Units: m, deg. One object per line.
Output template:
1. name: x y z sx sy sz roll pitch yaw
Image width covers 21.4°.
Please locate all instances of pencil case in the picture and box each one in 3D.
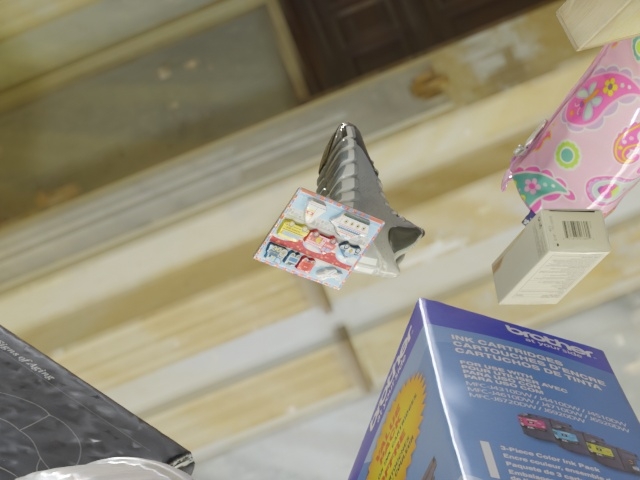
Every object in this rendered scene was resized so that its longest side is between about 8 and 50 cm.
1. pencil case: 0.296 -0.132 1.677 0.124 0.284 0.124 24 -147 -16

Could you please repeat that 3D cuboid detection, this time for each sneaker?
1. sneaker: 0.069 -0.041 2.154 0.086 0.132 0.229 129 150 -48

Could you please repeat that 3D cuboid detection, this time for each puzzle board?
1. puzzle board: 0.000 0.000 1.866 0.128 0.096 0.011 21 -158 -38

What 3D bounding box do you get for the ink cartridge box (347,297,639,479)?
1. ink cartridge box: 0.094 0.216 1.070 0.395 0.151 0.270 -93 22 -71

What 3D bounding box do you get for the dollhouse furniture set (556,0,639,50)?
1. dollhouse furniture set: 0.252 -0.321 1.524 0.242 0.212 0.161 64 146 14

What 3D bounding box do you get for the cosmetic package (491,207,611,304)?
1. cosmetic package: 0.194 0.015 1.439 0.115 0.060 0.041 126 140 -59

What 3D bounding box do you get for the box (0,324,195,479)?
1. box: -0.490 0.302 1.920 0.480 0.297 0.471 31 -153 20

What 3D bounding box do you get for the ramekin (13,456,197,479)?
1. ramekin: -0.155 0.244 1.108 0.109 0.207 0.207 17 -132 -58
